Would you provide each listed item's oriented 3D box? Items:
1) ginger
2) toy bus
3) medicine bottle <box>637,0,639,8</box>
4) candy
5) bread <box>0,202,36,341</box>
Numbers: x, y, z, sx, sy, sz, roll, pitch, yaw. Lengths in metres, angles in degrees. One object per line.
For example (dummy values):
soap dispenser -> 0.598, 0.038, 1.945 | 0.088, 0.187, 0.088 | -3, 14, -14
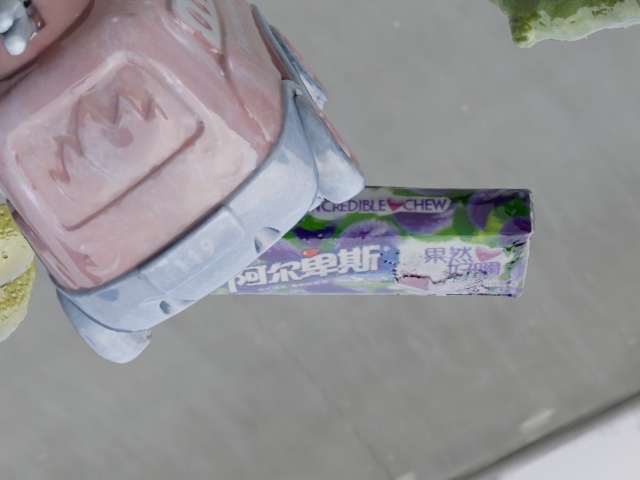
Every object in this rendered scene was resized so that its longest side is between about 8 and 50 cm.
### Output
ginger -> 0.262, -0.239, 1.300 | 0.290, 0.137, 0.089 | -20, 157, 37
toy bus -> -0.124, -0.091, 0.964 | 0.197, 0.232, 0.294 | -36, -152, 9
medicine bottle -> 0.251, -0.298, 1.013 | 0.224, 0.384, 0.224 | -17, 166, -5
candy -> 0.000, 0.000, 1.137 | 0.312, 0.061, 0.088 | 1, 149, 5
bread -> -0.297, 0.038, 1.429 | 0.149, 0.065, 0.188 | -55, 164, 7
